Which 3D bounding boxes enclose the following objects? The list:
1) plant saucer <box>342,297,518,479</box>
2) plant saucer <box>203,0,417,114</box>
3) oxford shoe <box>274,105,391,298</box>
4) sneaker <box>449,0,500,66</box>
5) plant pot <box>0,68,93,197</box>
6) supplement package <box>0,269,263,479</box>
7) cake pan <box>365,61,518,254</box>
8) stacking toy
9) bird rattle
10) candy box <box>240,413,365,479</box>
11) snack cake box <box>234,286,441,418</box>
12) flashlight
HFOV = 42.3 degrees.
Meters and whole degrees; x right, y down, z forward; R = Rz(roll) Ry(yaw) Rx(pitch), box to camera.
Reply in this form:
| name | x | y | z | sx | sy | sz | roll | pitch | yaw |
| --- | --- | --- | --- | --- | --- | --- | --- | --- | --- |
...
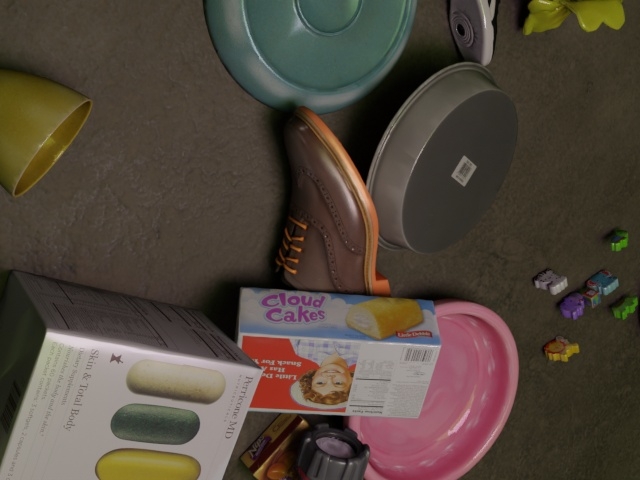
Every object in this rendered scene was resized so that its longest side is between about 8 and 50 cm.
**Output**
| name | x | y | z | sx | sy | sz | roll | pitch | yaw |
| --- | --- | --- | --- | --- | --- | --- | --- | --- | --- |
| plant saucer | 0.168 | 0.243 | 1.324 | 0.332 | 0.084 | 0.332 | -11 | 112 | -29 |
| plant saucer | 0.005 | -0.315 | 1.058 | 0.317 | 0.043 | 0.318 | -11 | 113 | -28 |
| oxford shoe | 0.000 | 0.000 | 1.116 | 0.132 | 0.130 | 0.364 | -25 | 118 | -15 |
| sneaker | 0.242 | -0.362 | 1.161 | 0.121 | 0.079 | 0.217 | -28 | 119 | -21 |
| plant pot | -0.324 | -0.127 | 0.885 | 0.095 | 0.134 | 0.134 | 37 | 85 | -8 |
| supplement package | -0.249 | 0.182 | 0.981 | 0.262 | 0.198 | 0.199 | 17 | 97 | -34 |
| cake pan | 0.181 | -0.104 | 1.171 | 0.293 | 0.054 | 0.293 | -30 | 137 | -32 |
| stacking toy | 0.480 | 0.096 | 1.484 | 0.221 | 0.052 | 0.167 | -30 | 121 | -21 |
| bird rattle | 0.338 | -0.414 | 1.164 | 0.253 | 0.143 | 0.207 | 54 | 46 | -43 |
| candy box | -0.023 | 0.352 | 1.266 | 0.109 | 0.053 | 0.187 | -46 | 125 | -9 |
| snack cake box | 0.015 | 0.155 | 1.113 | 0.264 | 0.089 | 0.152 | 4 | 130 | -7 |
| flashlight | -0.014 | 0.422 | 1.211 | 0.103 | 0.103 | 0.304 | -21 | 131 | -65 |
